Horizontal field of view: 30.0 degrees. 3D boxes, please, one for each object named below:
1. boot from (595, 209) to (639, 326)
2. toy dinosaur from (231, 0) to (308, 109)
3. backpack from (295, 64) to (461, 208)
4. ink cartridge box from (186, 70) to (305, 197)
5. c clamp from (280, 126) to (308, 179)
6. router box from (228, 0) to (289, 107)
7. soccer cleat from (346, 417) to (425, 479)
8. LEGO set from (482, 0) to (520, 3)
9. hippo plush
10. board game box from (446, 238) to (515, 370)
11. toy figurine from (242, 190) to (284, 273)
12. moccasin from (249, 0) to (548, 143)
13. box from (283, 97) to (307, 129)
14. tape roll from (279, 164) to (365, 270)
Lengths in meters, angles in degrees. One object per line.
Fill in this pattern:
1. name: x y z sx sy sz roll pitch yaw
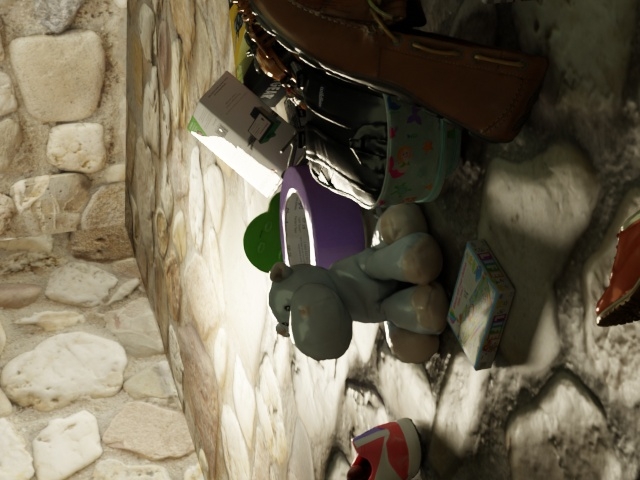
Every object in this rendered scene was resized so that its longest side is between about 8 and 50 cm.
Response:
1. boot: 0.328 0.029 1.239 0.158 0.059 0.084 119 143 -49
2. toy dinosaur: -0.043 -0.319 1.966 0.218 0.164 0.322 -102 -7 -59
3. backpack: 0.090 -0.160 1.650 0.253 0.191 0.225 -137 45 -64
4. ink cartridge box: -0.140 -0.202 2.320 0.219 0.092 0.160 40 158 -3
5. c clamp: -0.043 -0.163 2.185 0.022 0.137 0.160 33 150 13
6. router box: -0.098 -0.409 2.267 0.309 0.081 0.242 147 119 -70
7. soccer cleat: 0.091 0.424 2.024 0.108 0.116 0.318 -116 25 -43
8. LEGO set: 0.201 -0.394 1.208 0.331 0.192 0.255 100 155 -43
9. hippo plush: 0.040 0.060 1.824 0.294 0.237 0.234 -121 28 -50
10. board game box: 0.218 0.089 1.637 0.103 0.026 0.154 -116 25 -42
11. toy figurine: -0.097 -0.031 2.443 0.159 0.130 0.173 -133 60 -75
12. moccasin: 0.088 -0.251 1.443 0.380 0.139 0.147 27 110 19
13. box: -0.048 -0.244 2.312 0.067 0.018 0.083 129 130 -66
14. tape roll: 0.000 0.000 2.131 0.275 0.090 0.274 174 90 -75
